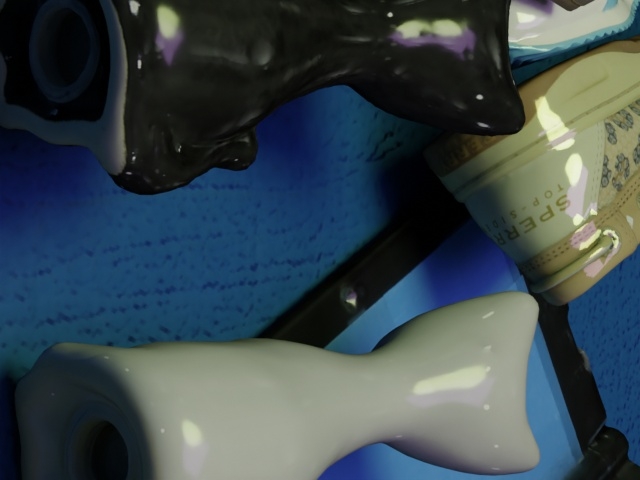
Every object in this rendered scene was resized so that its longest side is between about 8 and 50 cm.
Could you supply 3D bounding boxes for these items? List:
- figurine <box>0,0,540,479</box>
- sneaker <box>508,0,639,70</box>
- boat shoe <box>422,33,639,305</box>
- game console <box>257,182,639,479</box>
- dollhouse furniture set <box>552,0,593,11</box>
[{"bbox_3d":[0.000,0.000,0.688,0.209,0.092,0.215,-8,96,-40],"label":"figurine"},{"bbox_3d":[0.101,-0.136,0.871,0.228,0.087,0.092,-44,112,-50],"label":"sneaker"},{"bbox_3d":[0.155,-0.046,0.893,0.285,0.104,0.089,-24,82,-45],"label":"boat shoe"},{"bbox_3d":[0.097,0.130,0.789,0.293,0.250,0.173,-40,146,-45],"label":"game console"},{"bbox_3d":[0.125,-0.239,0.758,0.212,0.161,0.242,25,55,-35],"label":"dollhouse furniture set"}]
